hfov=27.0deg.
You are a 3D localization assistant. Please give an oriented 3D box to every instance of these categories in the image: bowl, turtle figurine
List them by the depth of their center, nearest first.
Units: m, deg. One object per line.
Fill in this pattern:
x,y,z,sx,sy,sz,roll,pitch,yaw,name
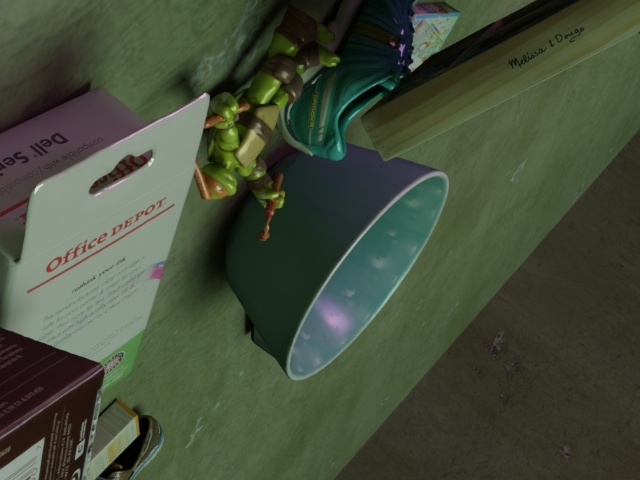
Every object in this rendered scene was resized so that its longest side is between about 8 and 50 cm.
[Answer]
-0.064,-0.117,1.346,0.217,0.087,0.269,-58,156,-11,turtle figurine
0.000,0.000,1.629,0.311,0.163,0.311,-48,164,-19,bowl

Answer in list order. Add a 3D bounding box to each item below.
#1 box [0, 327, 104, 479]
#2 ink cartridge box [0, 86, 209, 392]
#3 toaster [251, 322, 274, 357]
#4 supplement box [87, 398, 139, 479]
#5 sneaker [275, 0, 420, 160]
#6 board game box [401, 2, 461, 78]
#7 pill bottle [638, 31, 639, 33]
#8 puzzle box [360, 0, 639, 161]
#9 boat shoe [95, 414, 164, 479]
-0.288,0.154,0.943,0.167,0.203,0.168,-36,142,-67,box
-0.229,0.013,1.099,0.207,0.119,0.353,-35,157,-44,ink cartridge box
-0.015,0.084,1.860,0.186,0.110,0.168,-43,161,-29,toaster
-0.268,0.249,1.632,0.098,0.036,0.062,-45,162,-27,supplement box
0.060,-0.206,1.463,0.275,0.110,0.107,-53,164,-3,sneaker
0.114,-0.247,1.675,0.103,0.026,0.154,-60,163,22,board game box
0.412,-0.363,1.597,0.224,0.392,0.224,-47,162,-20,pill bottle
0.252,-0.218,1.276,0.409,0.052,0.272,-26,-172,25,puzzle box
-0.270,0.294,1.690,0.183,0.066,0.066,-57,162,-24,boat shoe
